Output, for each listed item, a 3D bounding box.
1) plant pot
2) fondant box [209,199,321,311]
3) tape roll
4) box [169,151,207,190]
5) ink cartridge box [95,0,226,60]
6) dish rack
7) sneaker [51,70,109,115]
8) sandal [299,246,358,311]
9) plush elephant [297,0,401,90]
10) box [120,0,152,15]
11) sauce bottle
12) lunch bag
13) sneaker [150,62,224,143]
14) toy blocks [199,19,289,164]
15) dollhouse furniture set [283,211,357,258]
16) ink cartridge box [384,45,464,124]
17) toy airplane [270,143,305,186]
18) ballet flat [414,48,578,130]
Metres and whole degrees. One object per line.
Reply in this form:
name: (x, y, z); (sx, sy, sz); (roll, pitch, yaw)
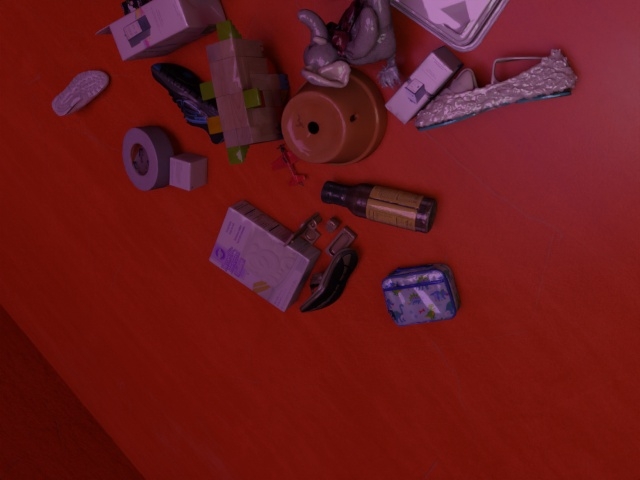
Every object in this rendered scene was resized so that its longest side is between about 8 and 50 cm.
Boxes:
plant pot: (0.022, -0.338, 1.796); (0.291, 0.203, 0.291); (10, 115, 23)
fondant box: (-0.192, 0.052, 2.125); (0.330, 0.096, 0.238); (34, 121, 13)
tape roll: (-0.596, -0.284, 2.174); (0.219, 0.072, 0.219); (16, 114, 39)
box: (-0.448, -0.236, 2.136); (0.087, 0.102, 0.101); (18, 116, 23)
ink cartridge box: (-0.490, -0.647, 1.929); (0.353, 0.207, 0.119); (-13, 102, 31)
dish rack: (0.317, -0.671, 1.591); (0.333, 0.072, 0.285); (39, 123, 10)
sneaker: (-0.842, -0.526, 2.237); (0.235, 0.095, 0.090); (-28, 91, 13)
sandal: (0.024, 0.125, 2.050); (0.086, 0.120, 0.303); (53, 126, 33)
plush elephant: (0.055, -0.527, 1.642); (0.255, 0.272, 0.330); (-15, 115, 2)
box: (-0.586, -0.753, 2.021); (0.083, 0.062, 0.052); (-13, 102, 31)
sauce bottle: (0.169, -0.111, 1.867); (0.344, 0.111, 0.111); (17, 117, 22)
lunch bag: (0.304, 0.163, 1.922); (0.219, 0.090, 0.176); (-10, 102, 29)
sneaker: (-0.424, -0.445, 2.027); (0.341, 0.125, 0.139); (39, 127, 11)
toy blocks: (-0.191, -0.432, 1.848); (0.191, 0.261, 0.381); (-5, 100, 31)
dollhouse furniture set: (0.000, 0.000, 1.988); (0.151, 0.123, 0.144); (43, 123, 6)
ink cartridge box: (0.276, -0.414, 1.672); (0.082, 0.139, 0.190); (43, 123, 3)
toy airplane: (-0.096, -0.235, 2.000); (0.151, 0.028, 0.151); (11, 115, 25)
ballet flat: (0.433, -0.389, 1.607); (0.409, 0.147, 0.147); (-11, 104, 20)
